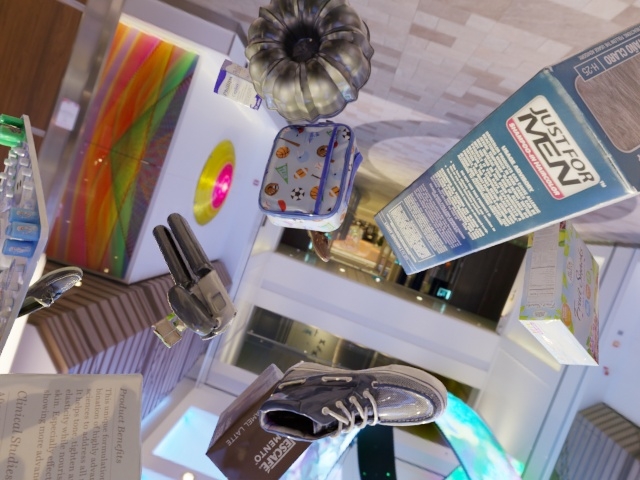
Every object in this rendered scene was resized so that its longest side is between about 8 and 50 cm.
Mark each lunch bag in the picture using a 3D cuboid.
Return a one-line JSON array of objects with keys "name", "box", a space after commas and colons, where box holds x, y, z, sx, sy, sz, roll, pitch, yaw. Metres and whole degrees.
[{"name": "lunch bag", "box": [-0.021, -0.178, 1.066, 0.243, 0.303, 0.115, 6, 159, 19]}]

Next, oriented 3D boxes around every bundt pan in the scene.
[{"name": "bundt pan", "box": [-0.039, -0.466, 0.982, 0.330, 0.331, 0.124, 21, -177, 12]}]

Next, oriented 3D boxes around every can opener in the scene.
[{"name": "can opener", "box": [-0.237, 0.048, 0.707, 0.283, 0.076, 0.095, 51, -179, 32]}]

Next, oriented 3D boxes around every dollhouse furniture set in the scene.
[{"name": "dollhouse furniture set", "box": [-0.419, 0.250, 1.124, 0.076, 0.058, 0.151, 54, -164, -2]}]

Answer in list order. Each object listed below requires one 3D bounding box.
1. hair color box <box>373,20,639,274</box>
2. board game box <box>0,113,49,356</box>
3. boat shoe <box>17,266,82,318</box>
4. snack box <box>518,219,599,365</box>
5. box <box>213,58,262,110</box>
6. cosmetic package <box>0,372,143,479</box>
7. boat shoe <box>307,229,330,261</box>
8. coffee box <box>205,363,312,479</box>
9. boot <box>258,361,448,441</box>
[{"name": "hair color box", "box": [0.204, -0.069, 0.439, 0.105, 0.174, 0.347, 60, 163, 5]}, {"name": "board game box", "box": [-0.660, -0.005, 0.824, 0.050, 0.390, 0.390, 9, -144, -47]}, {"name": "boat shoe", "box": [-0.766, 0.152, 1.113, 0.073, 0.223, 0.080, 53, 163, 32]}, {"name": "snack box", "box": [0.432, 0.090, 0.720, 0.174, 0.207, 0.070, 40, 146, -28]}, {"name": "box", "box": [-0.232, -0.458, 1.185, 0.137, 0.072, 0.126, 18, -148, -18]}, {"name": "cosmetic package", "box": [-0.552, 0.409, 0.644, 0.327, 0.329, 0.393, -26, 150, 31]}, {"name": "boat shoe", "box": [0.000, 0.000, 1.617, 0.064, 0.060, 0.178, 20, -138, -53]}, {"name": "coffee box", "box": [-0.091, 0.295, 0.660, 0.098, 0.141, 0.246, 46, 166, 2]}, {"name": "boot", "box": [0.033, 0.179, 0.424, 0.190, 0.069, 0.086, -5, -168, 22]}]
